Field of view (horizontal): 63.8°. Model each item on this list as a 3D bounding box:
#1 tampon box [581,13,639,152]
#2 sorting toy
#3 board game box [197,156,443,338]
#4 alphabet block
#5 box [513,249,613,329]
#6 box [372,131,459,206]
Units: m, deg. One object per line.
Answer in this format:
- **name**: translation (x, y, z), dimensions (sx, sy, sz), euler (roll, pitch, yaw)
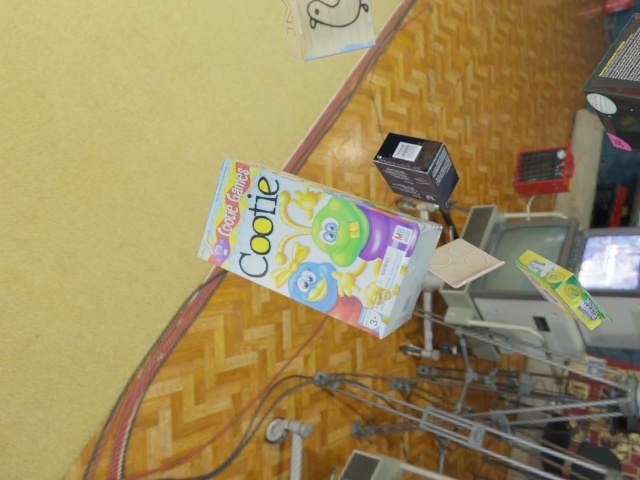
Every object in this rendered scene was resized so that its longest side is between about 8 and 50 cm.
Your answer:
- **tampon box**: translation (0.383, -0.148, 0.524), dimensions (0.120, 0.161, 0.101), euler (33, 93, -38)
- **sorting toy**: translation (0.421, 0.071, 1.575), dimensions (0.193, 0.208, 0.038), euler (-22, 121, -23)
- **board game box**: translation (0.000, 0.000, 0.689), dimensions (0.144, 0.275, 0.142), euler (-4, 113, -67)
- **alphabet block**: translation (0.009, -0.559, 1.238), dimensions (0.192, 0.193, 0.197), euler (-16, 118, -10)
- **box**: translation (0.417, 0.085, 0.887), dimensions (0.043, 0.179, 0.105), euler (-44, 102, 4)
- **box**: translation (0.236, -0.174, 1.261), dimensions (0.093, 0.156, 0.158), euler (-60, 143, -12)
